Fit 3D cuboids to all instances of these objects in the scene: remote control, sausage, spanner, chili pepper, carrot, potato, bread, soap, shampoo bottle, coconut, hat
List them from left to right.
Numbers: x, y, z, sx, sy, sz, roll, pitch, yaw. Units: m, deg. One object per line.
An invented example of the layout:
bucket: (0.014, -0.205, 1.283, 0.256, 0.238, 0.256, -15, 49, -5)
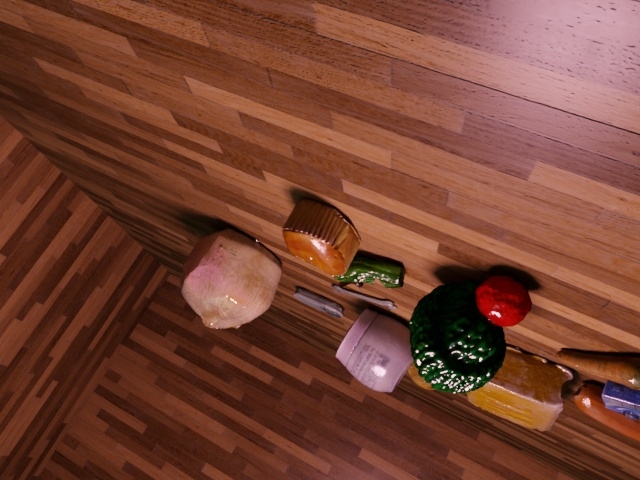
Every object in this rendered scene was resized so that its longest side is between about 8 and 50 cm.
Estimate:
coconut: (-0.370, 0.174, 2.106, 0.404, 0.405, 0.405, 26, 162, 9)
remote control: (-0.006, 0.274, 2.318, 0.247, 0.052, 0.104, 21, 161, 23)
bread: (0.000, 0.000, 1.460, 0.178, 0.133, 0.250, 15, 158, 27)
spanner: (0.157, 0.210, 1.957, 0.301, 0.018, 0.071, 13, 156, 42)
chili pepper: (0.141, 0.091, 1.572, 0.253, 0.084, 0.099, 5, 151, 43)
shampoo bottle: (0.217, 0.415, 2.008, 0.266, 0.273, 0.273, 34, 164, 16)
potato: (0.449, 0.553, 2.233, 0.172, 0.140, 0.300, 29, 166, 17)
hat: (0.364, 0.201, 1.282, 0.242, 0.274, 0.332, 3, 145, -22)
soap: (0.633, 0.474, 1.713, 0.293, 0.156, 0.335, 20, 155, 24)
carrot: (0.707, 0.316, 1.351, 0.078, 0.078, 0.298, 35, 167, -18)
sausage: (0.879, 0.509, 1.536, 0.274, 0.105, 0.105, 26, 162, 9)

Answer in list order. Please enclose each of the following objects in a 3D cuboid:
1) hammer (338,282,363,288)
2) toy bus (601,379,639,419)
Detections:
hammer: (0.098, 0.157, 1.899, 0.065, 0.021, 0.178, 31, 162, -8)
toy bus: (0.871, 0.435, 1.383, 0.236, 0.079, 0.094, 6, 149, 51)
